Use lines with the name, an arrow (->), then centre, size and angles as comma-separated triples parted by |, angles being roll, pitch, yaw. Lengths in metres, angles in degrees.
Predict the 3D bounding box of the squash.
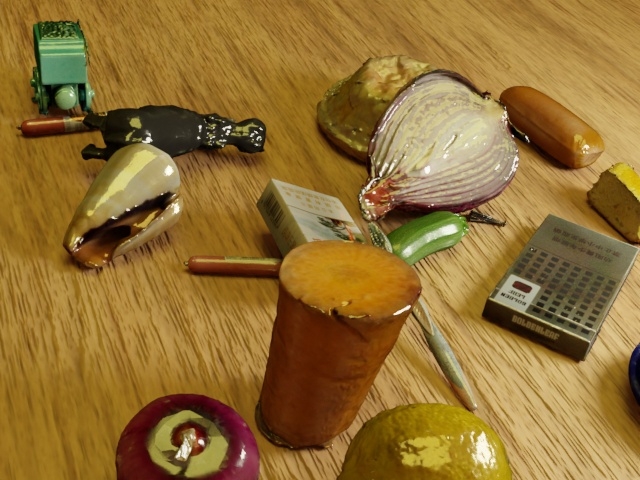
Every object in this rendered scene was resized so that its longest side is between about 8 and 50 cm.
squash -> 0.175, -0.001, 1.738 | 0.219, 0.068, 0.077 | -22, 38, -36

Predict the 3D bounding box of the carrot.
carrot -> 0.018, 0.148, 1.337 | 0.196, 0.254, 0.196 | 8, 30, -5

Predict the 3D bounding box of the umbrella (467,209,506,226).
umbrella -> 0.308, -0.041, 1.871 | 0.083, 0.020, 0.031 | 11, -4, 1

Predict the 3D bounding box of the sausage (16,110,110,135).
sausage -> -0.460, -0.229, 1.933 | 0.253, 0.034, 0.034 | -10, 40, -27

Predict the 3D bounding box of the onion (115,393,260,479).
onion -> -0.161, 0.268, 1.219 | 0.177, 0.153, 0.177 | 7, 22, -3

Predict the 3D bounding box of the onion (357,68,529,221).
onion -> 0.187, -0.144, 1.860 | 0.348, 0.159, 0.267 | -33, 84, -13

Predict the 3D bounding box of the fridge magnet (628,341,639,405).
fridge magnet -> 0.595, 0.220, 1.495 | 0.265, 0.113, 0.265 | 5, 36, -3

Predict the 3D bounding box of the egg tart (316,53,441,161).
egg tart -> 0.165, -0.280, 2.062 | 0.351, 0.150, 0.352 | 4, 36, -3

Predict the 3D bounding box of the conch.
conch -> -0.331, -0.054, 1.672 | 0.158, 0.127, 0.255 | 47, 64, -4

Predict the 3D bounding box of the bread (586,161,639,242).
bread -> 0.585, -0.075, 1.913 | 0.065, 0.103, 0.187 | -9, 44, -21

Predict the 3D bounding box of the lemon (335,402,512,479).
lemon -> 0.127, 0.294, 1.214 | 0.231, 0.192, 0.192 | -4, 38, -18

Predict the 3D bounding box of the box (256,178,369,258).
box -> 0.000, 0.001, 1.659 | 0.149, 0.067, 0.233 | 12, 31, -33

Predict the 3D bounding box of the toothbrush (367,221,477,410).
toothbrush -> 0.156, 0.113, 1.566 | 0.028, 0.037, 0.375 | -28, 55, 1

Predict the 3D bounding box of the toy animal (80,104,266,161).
toy animal -> -0.271, -0.200, 1.852 | 0.343, 0.106, 0.168 | -9, 18, -41

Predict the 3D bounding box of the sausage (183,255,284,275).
sausage -> -0.113, 0.042, 1.641 | 0.223, 0.029, 0.029 | 3, 36, -10

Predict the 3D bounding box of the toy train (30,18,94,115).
toy train -> -0.507, -0.339, 1.948 | 0.112, 0.163, 0.203 | -7, 29, -20

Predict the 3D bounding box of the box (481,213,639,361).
box -> 0.419, 0.070, 1.716 | 0.180, 0.047, 0.325 | 24, 38, 19

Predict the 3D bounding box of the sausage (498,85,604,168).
sausage -> 0.487, -0.247, 2.128 | 0.105, 0.105, 0.274 | -14, 42, -30
